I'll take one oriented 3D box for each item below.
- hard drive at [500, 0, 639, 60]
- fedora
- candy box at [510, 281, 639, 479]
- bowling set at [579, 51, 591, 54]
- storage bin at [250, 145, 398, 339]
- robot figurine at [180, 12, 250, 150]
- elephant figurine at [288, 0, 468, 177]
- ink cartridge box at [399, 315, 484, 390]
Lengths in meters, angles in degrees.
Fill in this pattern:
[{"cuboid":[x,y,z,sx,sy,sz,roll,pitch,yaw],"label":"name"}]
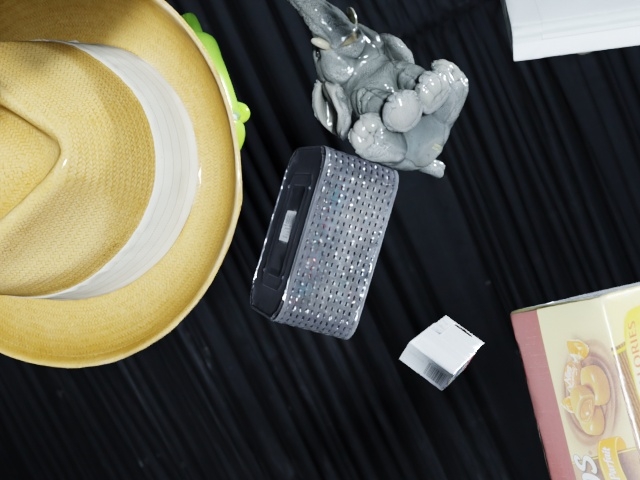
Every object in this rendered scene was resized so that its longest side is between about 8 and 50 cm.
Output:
[{"cuboid":[0.347,-0.259,0.860,0.308,0.040,0.203,-6,34,11],"label":"hard drive"},{"cuboid":[-0.131,-0.030,0.352,0.194,0.194,0.079,-22,-5,22],"label":"fedora"},{"cuboid":[0.298,0.112,0.625,0.317,0.182,0.088,-8,-8,-35],"label":"candy box"},{"cuboid":[0.298,-0.404,1.110,0.200,0.287,0.154,20,55,39],"label":"bowling set"},{"cuboid":[0.000,0.000,0.863,0.084,0.180,0.122,16,-1,-19],"label":"storage bin"},{"cuboid":[-0.091,-0.094,0.561,0.067,0.115,0.101,-22,-4,35],"label":"robot figurine"},{"cuboid":[0.056,-0.205,1.037,0.169,0.239,0.186,-16,-40,-43],"label":"elephant figurine"},{"cuboid":[0.147,0.132,0.994,0.115,0.063,0.029,-22,-36,-59],"label":"ink cartridge box"}]
